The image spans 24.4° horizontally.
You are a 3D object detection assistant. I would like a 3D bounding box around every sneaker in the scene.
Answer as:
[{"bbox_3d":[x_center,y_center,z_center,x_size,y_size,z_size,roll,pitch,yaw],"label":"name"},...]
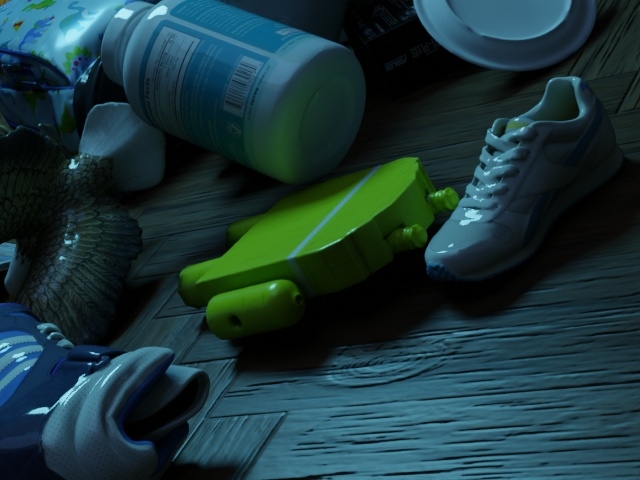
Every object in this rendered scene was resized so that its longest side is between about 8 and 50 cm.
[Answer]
[{"bbox_3d":[-0.196,0.133,1.223,0.236,0.130,0.323,-12,21,8],"label":"sneaker"},{"bbox_3d":[0.161,-0.049,1.245,0.087,0.092,0.229,7,42,49],"label":"sneaker"}]

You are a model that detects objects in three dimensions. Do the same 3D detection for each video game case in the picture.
[{"bbox_3d":[-0.383,0.023,1.680,0.087,0.011,0.122,8,17,38],"label":"video game case"}]

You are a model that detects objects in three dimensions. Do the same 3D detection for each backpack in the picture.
[{"bbox_3d":[-0.282,-0.223,1.904,0.290,0.273,0.355,-45,17,-23],"label":"backpack"}]

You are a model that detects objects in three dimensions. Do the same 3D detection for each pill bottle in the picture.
[{"bbox_3d":[-0.096,-0.162,1.484,0.264,0.146,0.146,25,51,31],"label":"pill bottle"}]

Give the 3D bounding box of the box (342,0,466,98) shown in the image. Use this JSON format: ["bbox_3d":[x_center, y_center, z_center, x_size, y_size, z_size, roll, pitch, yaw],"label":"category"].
[{"bbox_3d":[0.112,-0.251,1.722,0.147,0.077,0.180,-27,24,-1],"label":"box"}]

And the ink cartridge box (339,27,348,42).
[{"bbox_3d":[0.067,-0.389,1.984,0.226,0.131,0.306,-10,30,31],"label":"ink cartridge box"}]

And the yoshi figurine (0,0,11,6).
[{"bbox_3d":[-0.375,-0.425,2.445,0.362,0.203,0.203,2,30,43],"label":"yoshi figurine"}]

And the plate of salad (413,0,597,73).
[{"bbox_3d":[0.197,-0.256,1.590,0.200,0.048,0.200,2,59,-3],"label":"plate of salad"}]

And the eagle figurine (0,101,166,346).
[{"bbox_3d":[-0.292,-0.006,1.511,0.226,0.225,0.298,1,21,16],"label":"eagle figurine"}]

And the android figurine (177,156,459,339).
[{"bbox_3d":[0.000,0.000,1.333,0.273,0.056,0.248,-14,22,39],"label":"android figurine"}]

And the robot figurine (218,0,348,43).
[{"bbox_3d":[-0.069,-0.277,1.701,0.200,0.300,0.353,8,71,15],"label":"robot figurine"}]

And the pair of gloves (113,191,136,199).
[{"bbox_3d":[-0.259,-0.047,1.770,0.083,0.010,0.074,-31,23,-16],"label":"pair of gloves"}]
